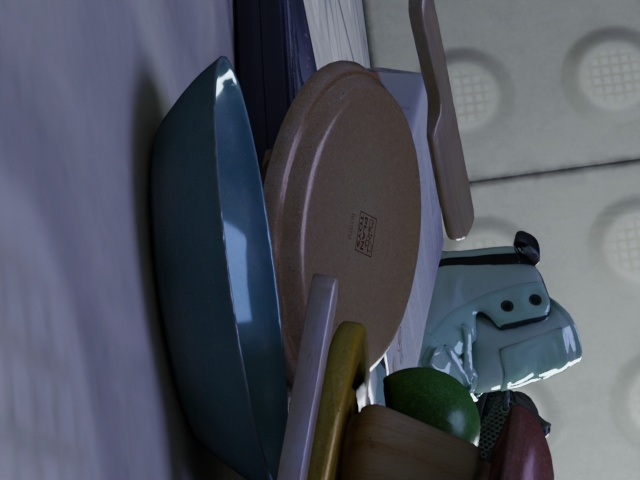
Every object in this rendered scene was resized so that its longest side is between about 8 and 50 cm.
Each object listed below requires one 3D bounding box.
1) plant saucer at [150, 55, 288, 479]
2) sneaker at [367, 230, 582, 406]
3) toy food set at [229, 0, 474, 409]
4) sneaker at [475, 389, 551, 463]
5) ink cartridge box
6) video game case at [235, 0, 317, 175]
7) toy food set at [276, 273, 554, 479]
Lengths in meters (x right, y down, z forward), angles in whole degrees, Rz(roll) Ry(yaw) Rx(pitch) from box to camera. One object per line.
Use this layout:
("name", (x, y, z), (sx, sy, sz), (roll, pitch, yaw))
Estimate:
("plant saucer", (-0.028, 0.010, 0.473), (0.119, 0.021, 0.119), (-8, 90, -87))
("sneaker", (0.087, 0.087, 1.057), (0.256, 0.151, 0.094), (-91, 174, -49))
("toy food set", (0.000, 0.000, 0.636), (0.192, 0.039, 0.132), (-56, 143, -46))
("sneaker", (0.085, 0.087, 1.210), (0.087, 0.130, 0.227), (52, 28, -86))
("ink cartridge box", (0.029, 0.019, 0.943), (0.145, 0.045, 0.179), (79, 23, -48))
("video game case", (-0.005, -0.004, 0.817), (0.274, 0.026, 0.196), (79, 5, -49))
("toy food set", (0.028, 0.093, 0.512), (0.218, 0.071, 0.128), (76, 24, -77))
